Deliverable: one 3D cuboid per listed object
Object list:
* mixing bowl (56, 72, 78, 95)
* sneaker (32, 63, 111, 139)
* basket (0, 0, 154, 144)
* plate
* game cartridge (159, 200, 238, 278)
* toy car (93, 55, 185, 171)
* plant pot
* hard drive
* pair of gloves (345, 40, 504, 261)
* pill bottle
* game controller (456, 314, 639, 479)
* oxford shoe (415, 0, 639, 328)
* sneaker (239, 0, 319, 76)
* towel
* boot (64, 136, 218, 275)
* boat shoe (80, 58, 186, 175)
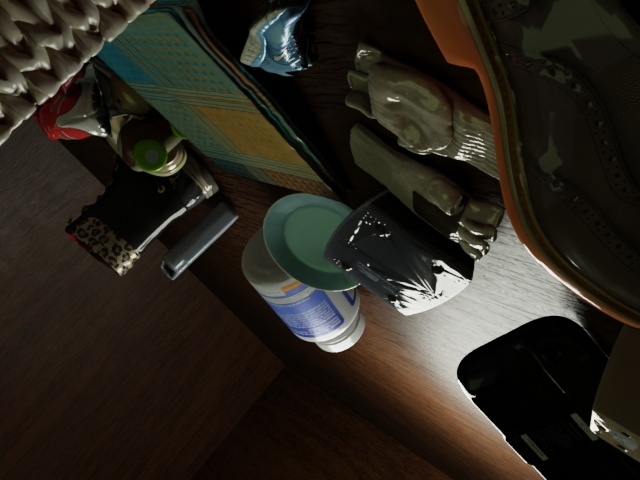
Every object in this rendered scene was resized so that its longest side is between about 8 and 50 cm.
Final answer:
[{"bbox_3d":[-0.409,-0.313,0.997,0.181,0.098,0.181,39,165,13],"label":"mixing bowl"},{"bbox_3d":[-0.423,-0.230,1.141,0.279,0.118,0.107,-132,29,-66],"label":"sneaker"},{"bbox_3d":[-0.328,-0.294,0.494,0.331,0.266,0.328,32,163,28],"label":"basket"},{"bbox_3d":[0.000,0.000,1.057,0.188,0.024,0.188,13,129,16],"label":"plate"},{"bbox_3d":[-0.277,0.000,1.548,0.062,0.198,0.297,42,164,-7],"label":"game cartridge"},{"bbox_3d":[-0.299,-0.219,1.078,0.188,0.149,0.155,49,173,-24],"label":"toy car"},{"bbox_3d":[0.337,0.169,0.699,0.109,0.096,0.109,32,163,32],"label":"plant pot"},{"bbox_3d":[0.100,0.020,0.906,0.172,0.054,0.255,35,161,0],"label":"hard drive"},{"bbox_3d":[0.104,-0.080,0.676,0.204,0.042,0.240,37,164,15],"label":"pair of gloves"},{"bbox_3d":[-0.019,0.093,1.257,0.152,0.152,0.272,27,159,43],"label":"pill bottle"},{"bbox_3d":[0.313,0.225,0.843,0.166,0.067,0.319,-29,114,34],"label":"game controller"},{"bbox_3d":[0.175,-0.069,0.376,0.132,0.130,0.364,8,145,54],"label":"oxford shoe"},{"bbox_3d":[-0.029,-0.204,0.656,0.073,0.064,0.162,25,172,-9],"label":"sneaker"},{"bbox_3d":[-0.142,-0.177,0.871,0.271,0.040,0.370,19,164,39],"label":"towel"},{"bbox_3d":[-0.429,-0.109,1.445,0.377,0.284,0.138,32,163,28],"label":"boot"},{"bbox_3d":[-0.384,-0.244,1.310,0.302,0.109,0.098,45,167,9],"label":"boat shoe"}]
